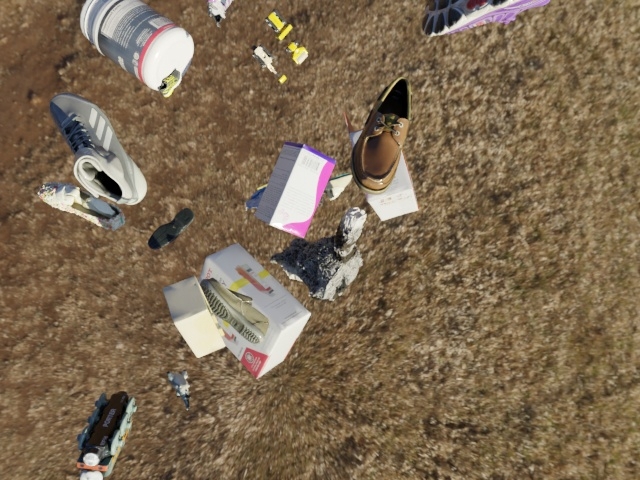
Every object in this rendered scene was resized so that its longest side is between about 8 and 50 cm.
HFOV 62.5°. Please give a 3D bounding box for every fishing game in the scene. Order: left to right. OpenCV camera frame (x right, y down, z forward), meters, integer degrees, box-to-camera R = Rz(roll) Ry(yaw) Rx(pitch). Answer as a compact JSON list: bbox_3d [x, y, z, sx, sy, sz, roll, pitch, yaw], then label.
[{"bbox_3d":[-0.141,-0.135,1.602,0.189,0.264,0.041,-25,112,1],"label":"fishing game"}]

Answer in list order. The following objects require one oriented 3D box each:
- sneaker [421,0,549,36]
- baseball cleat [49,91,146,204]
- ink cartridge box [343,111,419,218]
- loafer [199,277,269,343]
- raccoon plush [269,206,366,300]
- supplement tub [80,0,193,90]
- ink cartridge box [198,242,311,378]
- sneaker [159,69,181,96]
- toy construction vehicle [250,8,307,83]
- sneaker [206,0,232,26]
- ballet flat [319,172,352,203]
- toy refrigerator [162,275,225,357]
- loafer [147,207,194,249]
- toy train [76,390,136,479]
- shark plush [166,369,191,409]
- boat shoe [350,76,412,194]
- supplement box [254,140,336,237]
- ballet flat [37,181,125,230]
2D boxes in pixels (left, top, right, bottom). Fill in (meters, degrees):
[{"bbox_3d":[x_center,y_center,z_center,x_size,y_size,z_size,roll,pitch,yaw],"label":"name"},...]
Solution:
[{"bbox_3d":[0.197,-0.280,0.641,0.071,0.169,0.068,12,87,-41],"label":"sneaker"},{"bbox_3d":[-0.334,-0.140,0.764,0.072,0.109,0.206,-43,88,9],"label":"baseball cleat"},{"bbox_3d":[0.184,-0.225,1.539,0.130,0.309,0.272,-17,80,11],"label":"ink cartridge box"},{"bbox_3d":[-0.251,0.196,1.556,0.251,0.094,0.087,45,49,-5],"label":"loafer"},{"bbox_3d":[0.000,0.000,1.899,0.299,0.447,0.216,37,32,25],"label":"raccoon plush"},{"bbox_3d":[-0.519,-0.575,1.504,0.272,0.191,0.191,35,76,8],"label":"supplement tub"},{"bbox_3d":[-0.261,0.244,1.864,0.384,0.279,0.160,42,39,19],"label":"ink cartridge box"},{"bbox_3d":[-0.425,-0.447,1.492,0.031,0.035,0.083,30,91,20],"label":"sneaker"},{"bbox_3d":[-0.078,-0.343,0.938,0.098,0.035,0.086,40,89,-29],"label":"toy construction vehicle"},{"bbox_3d":[-0.205,-0.474,1.079,0.038,0.098,0.069,13,116,18],"label":"sneaker"},{"bbox_3d":[0.010,-0.169,1.819,0.248,0.086,0.086,-16,76,-25],"label":"ballet flat"},{"bbox_3d":[-0.319,0.204,1.374,0.094,0.270,0.102,-21,62,-12],"label":"toy refrigerator"},{"bbox_3d":[-0.461,-0.028,1.641,0.170,0.061,0.062,-41,87,-20],"label":"loafer"},{"bbox_3d":[-0.708,0.651,1.756,0.142,0.334,0.190,9,108,-8],"label":"toy train"},{"bbox_3d":[-0.477,0.513,1.819,0.161,0.073,0.067,42,113,27],"label":"shark plush"},{"bbox_3d":[0.141,-0.247,1.190,0.110,0.104,0.308,15,58,-2],"label":"boat shoe"},{"bbox_3d":[-0.068,-0.135,1.387,0.111,0.114,0.220,22,91,-33],"label":"supplement box"},{"bbox_3d":[-0.656,-0.109,1.464,0.240,0.077,0.091,24,59,-17],"label":"ballet flat"}]
